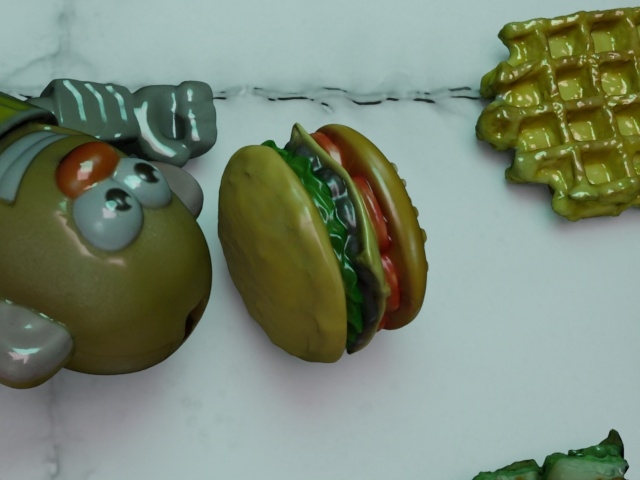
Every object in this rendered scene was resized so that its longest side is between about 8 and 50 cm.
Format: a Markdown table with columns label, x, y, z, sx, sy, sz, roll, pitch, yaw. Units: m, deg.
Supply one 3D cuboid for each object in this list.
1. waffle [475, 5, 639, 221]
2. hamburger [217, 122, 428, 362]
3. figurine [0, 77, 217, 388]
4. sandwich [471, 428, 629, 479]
| label | x | y | z | sx | sy | sz | roll | pitch | yaw |
| --- | --- | --- | --- | --- | --- | --- | --- | --- | --- |
| waffle | 0.218 | -0.095 | 0.986 | 0.211 | 0.055 | 0.160 | -9 | 73 | -15 |
| hamburger | 0.000 | 0.000 | 0.857 | 0.115 | 0.162 | 0.162 | -23 | 77 | -19 |
| figurine | -0.198 | -0.022 | 0.813 | 0.285 | 0.167 | 0.342 | 36 | 69 | 5 |
| sandwich | 0.128 | 0.254 | 0.782 | 0.109 | 0.212 | 0.292 | 8 | 83 | 6 |
